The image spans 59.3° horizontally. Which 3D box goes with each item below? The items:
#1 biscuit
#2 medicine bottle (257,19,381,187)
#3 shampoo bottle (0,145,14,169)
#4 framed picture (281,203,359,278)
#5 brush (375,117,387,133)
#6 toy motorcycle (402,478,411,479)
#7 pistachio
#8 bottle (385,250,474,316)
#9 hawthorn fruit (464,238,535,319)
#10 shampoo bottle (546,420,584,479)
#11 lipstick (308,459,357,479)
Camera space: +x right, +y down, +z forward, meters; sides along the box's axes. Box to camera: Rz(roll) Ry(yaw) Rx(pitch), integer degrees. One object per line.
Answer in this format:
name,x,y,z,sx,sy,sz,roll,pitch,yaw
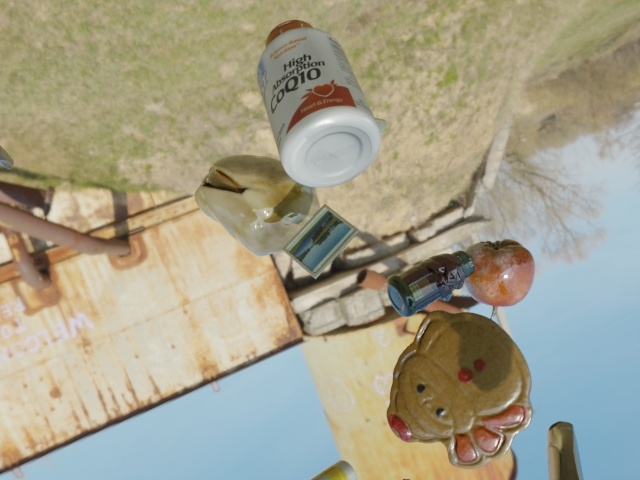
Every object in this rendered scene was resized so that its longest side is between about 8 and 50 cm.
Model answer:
biscuit,0.324,0.365,1.370,0.381,0.359,0.074,-43,155,14
medicine bottle,-0.016,-0.237,0.916,0.156,0.289,0.157,-12,145,-9
shampoo bottle,-0.747,-0.202,1.306,0.027,0.048,0.137,-15,173,-14
framed picture,0.000,0.000,1.273,0.149,0.109,0.011,-47,157,-10
brush,0.045,-0.261,1.276,0.336,0.020,0.086,-10,139,-45
toy motorcycle,0.246,0.755,1.560,0.105,0.159,0.270,-7,149,5
pistachio,-0.178,-0.104,1.613,0.365,0.282,0.445,29,170,-41
bottle,0.337,0.122,1.677,0.271,0.143,0.156,-25,175,-18
hawthorn fruit,0.586,0.109,1.842,0.234,0.263,0.231,-21,-147,24
shampoo bottle,0.631,0.590,1.452,0.084,0.126,0.350,3,-163,19
lipstick,-0.042,0.466,0.977,0.263,0.059,0.059,-13,176,-45
